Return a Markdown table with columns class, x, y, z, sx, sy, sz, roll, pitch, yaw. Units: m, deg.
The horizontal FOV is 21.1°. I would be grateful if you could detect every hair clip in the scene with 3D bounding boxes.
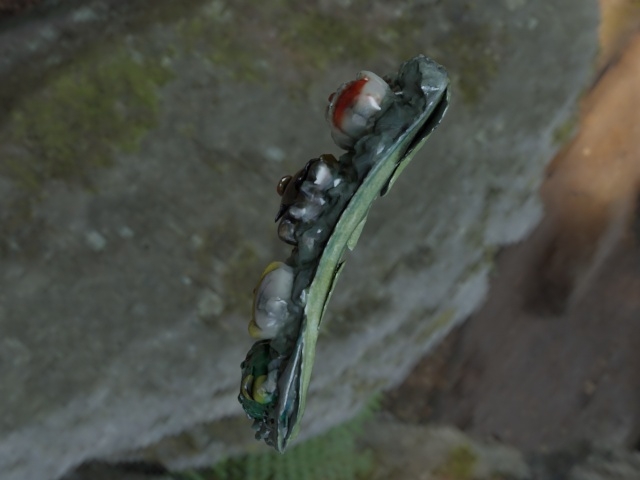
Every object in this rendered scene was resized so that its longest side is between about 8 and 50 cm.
| class | x | y | z | sx | sy | sz | roll | pitch | yaw |
| --- | --- | --- | --- | --- | --- | --- | --- | --- | --- |
| hair clip | -0.002 | 0.000 | 1.321 | 0.138 | 0.091 | 0.321 | 162 | -48 | -84 |
